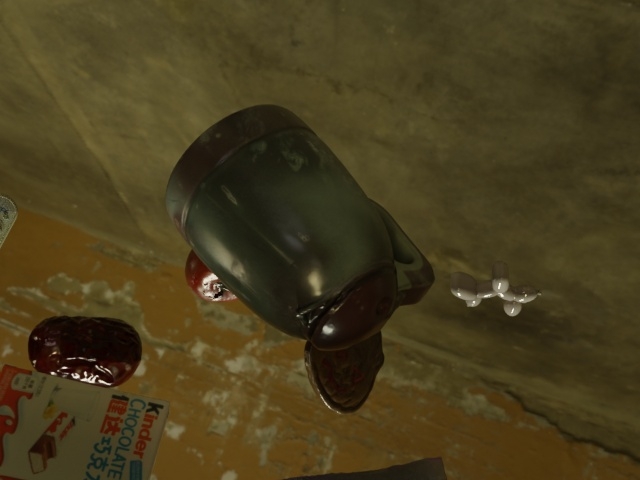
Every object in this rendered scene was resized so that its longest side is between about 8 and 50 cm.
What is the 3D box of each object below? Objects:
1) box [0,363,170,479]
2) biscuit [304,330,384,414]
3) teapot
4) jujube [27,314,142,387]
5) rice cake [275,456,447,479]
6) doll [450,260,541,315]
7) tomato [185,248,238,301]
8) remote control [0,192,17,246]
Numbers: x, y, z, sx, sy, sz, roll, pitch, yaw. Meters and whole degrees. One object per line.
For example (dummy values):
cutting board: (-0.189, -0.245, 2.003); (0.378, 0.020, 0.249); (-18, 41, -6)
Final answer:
box: (-0.383, 0.339, 1.017); (0.265, 0.273, 0.048); (14, 144, -6)
biscuit: (0.069, 0.293, 1.740); (0.049, 0.257, 0.273); (7, 139, 42)
teapot: (0.000, 0.000, 0.943); (0.315, 0.233, 0.312); (-11, -129, -46)
jujube: (-0.500, 0.235, 1.488); (0.230, 0.155, 0.155); (15, 170, -42)
rice cake: (0.046, 0.467, 1.305); (0.399, 0.070, 0.064); (-14, 149, 19)
doll: (0.369, 0.106, 1.453); (0.161, 0.059, 0.160); (-17, 140, 30)
tomato: (-0.206, 0.051, 1.537); (0.187, 0.151, 0.187); (-2, 139, -2)
remote control: (-0.719, -0.001, 1.476); (0.078, 0.221, 0.042); (28, -178, -33)
